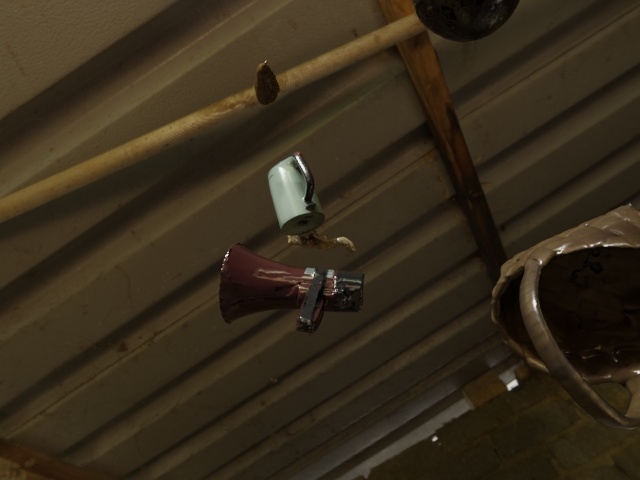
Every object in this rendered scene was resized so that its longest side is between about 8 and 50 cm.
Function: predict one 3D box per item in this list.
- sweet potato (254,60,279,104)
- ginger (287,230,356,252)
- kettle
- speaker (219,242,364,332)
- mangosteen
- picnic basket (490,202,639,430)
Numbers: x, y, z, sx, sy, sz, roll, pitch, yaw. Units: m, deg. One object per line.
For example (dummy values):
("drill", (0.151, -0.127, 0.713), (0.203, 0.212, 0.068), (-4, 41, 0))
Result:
("sweet potato", (-0.138, -0.401, 1.041), (0.068, 0.206, 0.059), (15, -98, -1))
("ginger", (0.000, 0.000, 1.555), (0.289, 0.089, 0.075), (8, -43, 21))
("kettle", (-0.085, -0.178, 1.480), (0.165, 0.255, 0.240), (-3, -27, -29))
("speaker", (-0.071, 0.104, 0.936), (0.330, 0.197, 0.259), (3, -12, 11))
("mangosteen", (0.416, -0.728, 1.140), (0.331, 0.330, 0.329), (-10, -56, -15))
("picnic basket", (0.439, 0.144, 0.666), (0.337, 0.337, 0.293), (-41, -91, 8))
